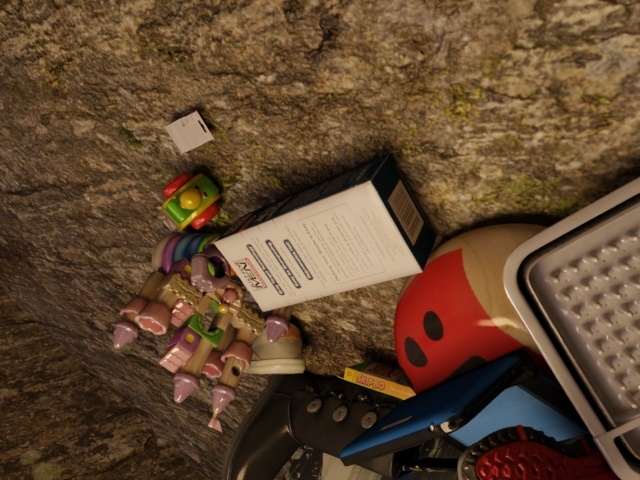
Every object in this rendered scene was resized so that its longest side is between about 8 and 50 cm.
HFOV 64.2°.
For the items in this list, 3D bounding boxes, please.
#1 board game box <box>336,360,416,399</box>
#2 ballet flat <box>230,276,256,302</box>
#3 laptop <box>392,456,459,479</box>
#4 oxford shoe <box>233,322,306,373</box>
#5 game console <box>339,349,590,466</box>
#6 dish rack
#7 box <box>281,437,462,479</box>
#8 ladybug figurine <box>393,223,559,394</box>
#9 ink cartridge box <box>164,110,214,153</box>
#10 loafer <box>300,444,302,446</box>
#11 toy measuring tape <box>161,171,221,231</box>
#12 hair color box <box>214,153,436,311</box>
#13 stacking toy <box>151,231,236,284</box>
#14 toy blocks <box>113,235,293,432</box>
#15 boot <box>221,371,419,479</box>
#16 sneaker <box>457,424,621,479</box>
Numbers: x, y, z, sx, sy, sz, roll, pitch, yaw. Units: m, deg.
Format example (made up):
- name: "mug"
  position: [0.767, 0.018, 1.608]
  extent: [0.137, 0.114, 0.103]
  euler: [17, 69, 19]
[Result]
- name: "board game box"
  position: [0.172, 0.302, 1.074]
  extent: [0.260, 0.124, 0.039]
  euler: [7, 89, 33]
- name: "ballet flat"
  position: [-0.189, 0.120, 1.238]
  extent: [0.168, 0.052, 0.057]
  euler: [24, 138, 19]
- name: "laptop"
  position: [0.210, 0.476, 0.936]
  extent: [0.265, 0.136, 0.234]
  euler: [-6, 160, 17]
- name: "oxford shoe"
  position: [-0.176, 0.282, 1.336]
  extent: [0.169, 0.129, 0.449]
  euler: [7, 164, -31]
- name: "game console"
  position: [0.214, 0.290, 0.729]
  extent: [0.173, 0.250, 0.293]
  euler: [57, 141, 13]
- name: "dish rack"
  position: [0.404, 0.092, 0.595]
  extent: [0.286, 0.072, 0.332]
  euler: [-32, 89, 13]
- name: "box"
  position: [0.135, 0.699, 1.179]
  extent: [0.472, 0.480, 0.297]
  euler: [-4, 126, 41]
- name: "ladybug figurine"
  position: [0.262, 0.160, 0.824]
  extent: [0.305, 0.162, 0.449]
  euler: [34, 141, 8]
- name: "ink cartridge box"
  position: [-0.248, -0.214, 0.989]
  extent: [0.115, 0.029, 0.062]
  euler: [-10, 120, 43]
- name: "loafer"
  position: [-0.091, 0.550, 1.538]
  extent: [0.092, 0.102, 0.268]
  euler: [21, 147, 20]
- name: "toy measuring tape"
  position: [-0.285, -0.079, 1.118]
  extent: [0.121, 0.121, 0.330]
  euler: [48, 163, -10]
- name: "hair color box"
  position: [0.000, 0.000, 0.885]
  extent: [0.347, 0.105, 0.173]
  euler: [-18, 112, 35]
- name: "stacking toy"
  position: [-0.222, 0.040, 1.138]
  extent: [0.331, 0.141, 0.141]
  euler: [-5, 123, 36]
- name: "toy blocks"
  position: [-0.245, 0.204, 1.045]
  extent: [0.309, 0.260, 0.288]
  euler: [-23, 124, 39]
- name: "boot"
  position: [0.010, 0.482, 1.187]
  extent: [0.446, 0.366, 0.146]
  euler: [-1, 142, 39]
- name: "sneaker"
  position: [0.253, 0.293, 0.609]
  extent: [0.262, 0.104, 0.125]
  euler: [14, 139, -28]
